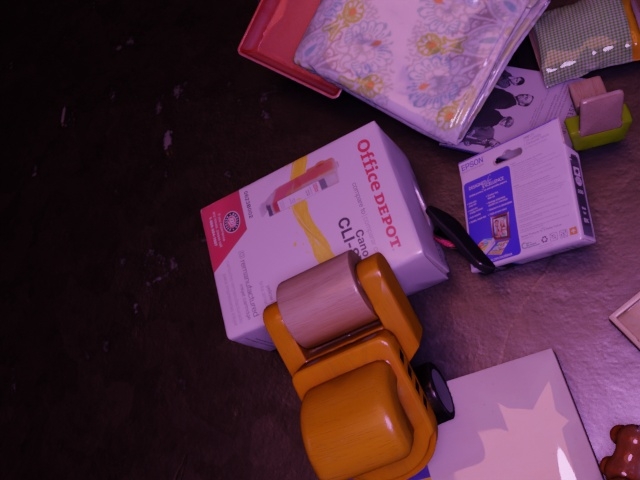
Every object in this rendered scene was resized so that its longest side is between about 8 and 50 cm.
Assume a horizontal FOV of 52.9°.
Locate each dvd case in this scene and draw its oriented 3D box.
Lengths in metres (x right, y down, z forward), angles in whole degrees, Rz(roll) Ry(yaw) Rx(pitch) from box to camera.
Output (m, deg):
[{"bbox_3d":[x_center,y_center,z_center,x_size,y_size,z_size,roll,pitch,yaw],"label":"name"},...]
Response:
[{"bbox_3d":[0.354,-0.221,1.151,0.239,0.029,0.179,20,82,30],"label":"dvd case"}]

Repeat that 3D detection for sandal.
[{"bbox_3d":[0.224,0.002,1.083,0.040,0.067,0.179,-58,42,27],"label":"sandal"}]

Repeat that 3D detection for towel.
[{"bbox_3d":[0.171,-0.387,1.164,0.374,0.090,0.320,32,97,16],"label":"towel"}]

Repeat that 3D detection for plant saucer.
[{"bbox_3d":[-0.006,-0.444,1.304,0.259,0.048,0.258,30,97,22],"label":"plant saucer"}]

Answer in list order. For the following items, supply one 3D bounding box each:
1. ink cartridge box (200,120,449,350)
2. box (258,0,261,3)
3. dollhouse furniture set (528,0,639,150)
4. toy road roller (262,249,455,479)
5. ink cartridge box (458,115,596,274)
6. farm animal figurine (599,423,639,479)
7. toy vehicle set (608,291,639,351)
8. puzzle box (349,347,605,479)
[{"bbox_3d":[0.000,0.000,1.180,0.385,0.160,0.279,-25,63,17],"label":"ink cartridge box"},{"bbox_3d":[0.051,-0.577,1.398,0.395,0.097,0.318,-25,62,18],"label":"box"},{"bbox_3d":[0.458,-0.325,1.035,0.198,0.151,0.301,-14,61,14],"label":"dollhouse furniture set"},{"bbox_3d":[0.048,0.196,0.935,0.203,0.240,0.329,-27,91,17],"label":"toy road roller"},{"bbox_3d":[0.329,-0.067,1.057,0.206,0.045,0.208,-23,63,46],"label":"ink cartridge box"},{"bbox_3d":[0.518,0.323,0.764,0.327,0.172,0.330,-45,66,7],"label":"farm animal figurine"},{"bbox_3d":[0.579,0.089,0.920,0.267,0.035,0.166,-42,59,9],"label":"toy vehicle set"},{"bbox_3d":[0.214,0.360,1.005,0.409,0.052,0.272,-23,64,19],"label":"puzzle box"}]
